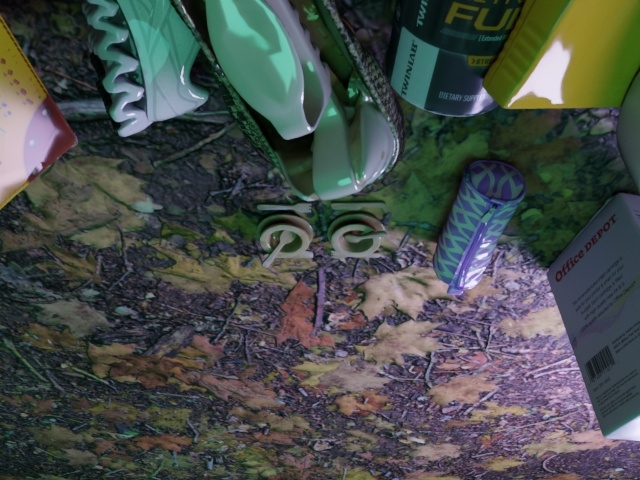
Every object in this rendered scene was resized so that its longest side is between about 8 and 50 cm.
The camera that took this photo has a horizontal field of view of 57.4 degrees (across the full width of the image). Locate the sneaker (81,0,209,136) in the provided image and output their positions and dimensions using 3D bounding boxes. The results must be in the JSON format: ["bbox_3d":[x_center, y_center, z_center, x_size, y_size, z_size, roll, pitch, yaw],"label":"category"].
[{"bbox_3d":[-0.173,-0.243,0.557,0.118,0.110,0.292,-15,138,-18],"label":"sneaker"}]

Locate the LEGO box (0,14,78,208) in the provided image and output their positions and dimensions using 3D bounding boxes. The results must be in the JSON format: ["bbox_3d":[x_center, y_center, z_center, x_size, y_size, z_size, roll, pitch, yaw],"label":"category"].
[{"bbox_3d":[-0.439,-0.235,0.348,0.372,0.193,0.500,24,150,25],"label":"LEGO box"}]

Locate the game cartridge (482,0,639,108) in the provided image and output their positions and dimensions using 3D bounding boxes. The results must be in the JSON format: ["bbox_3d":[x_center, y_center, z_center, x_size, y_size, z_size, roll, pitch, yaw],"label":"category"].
[{"bbox_3d":[0.316,-0.251,0.474,0.285,0.053,0.324,-8,143,-29],"label":"game cartridge"}]

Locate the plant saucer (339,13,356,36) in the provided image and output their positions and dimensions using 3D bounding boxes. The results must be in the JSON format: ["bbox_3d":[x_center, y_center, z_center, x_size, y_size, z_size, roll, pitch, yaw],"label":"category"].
[{"bbox_3d":[-0.002,-0.215,0.639,0.083,0.013,0.084,1,139,1],"label":"plant saucer"}]

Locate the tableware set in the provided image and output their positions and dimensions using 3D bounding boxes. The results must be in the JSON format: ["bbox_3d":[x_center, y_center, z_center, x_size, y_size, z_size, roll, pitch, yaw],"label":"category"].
[{"bbox_3d":[0.000,0.000,0.873,0.194,0.039,0.128,-1,140,1],"label":"tableware set"}]

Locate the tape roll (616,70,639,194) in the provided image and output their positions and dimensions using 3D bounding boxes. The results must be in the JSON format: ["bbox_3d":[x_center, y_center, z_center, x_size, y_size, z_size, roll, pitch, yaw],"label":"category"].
[{"bbox_3d":[0.489,-0.142,0.542,0.391,0.072,0.392,-5,147,-3],"label":"tape roll"}]

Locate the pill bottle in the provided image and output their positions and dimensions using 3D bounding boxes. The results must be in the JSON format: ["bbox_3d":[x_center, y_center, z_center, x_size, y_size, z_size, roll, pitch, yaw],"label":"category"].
[{"bbox_3d":[0.139,-0.243,0.512,0.130,0.131,0.246,3,140,-3],"label":"pill bottle"}]

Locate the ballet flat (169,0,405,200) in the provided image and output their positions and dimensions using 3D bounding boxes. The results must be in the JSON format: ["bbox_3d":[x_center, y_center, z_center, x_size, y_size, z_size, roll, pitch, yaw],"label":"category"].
[{"bbox_3d":[-0.025,-0.146,0.547,0.163,0.182,0.483,-24,142,12],"label":"ballet flat"}]

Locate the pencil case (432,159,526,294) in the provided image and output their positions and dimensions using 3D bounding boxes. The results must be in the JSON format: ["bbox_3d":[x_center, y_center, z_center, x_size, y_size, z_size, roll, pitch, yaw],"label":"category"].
[{"bbox_3d":[0.217,-0.017,0.813,0.086,0.088,0.206,4,141,-2],"label":"pencil case"}]

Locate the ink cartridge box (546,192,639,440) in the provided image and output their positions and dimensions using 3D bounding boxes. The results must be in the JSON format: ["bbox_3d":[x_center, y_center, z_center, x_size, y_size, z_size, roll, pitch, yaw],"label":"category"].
[{"bbox_3d":[0.448,0.104,0.808,0.116,0.278,0.201,7,140,-12],"label":"ink cartridge box"}]
